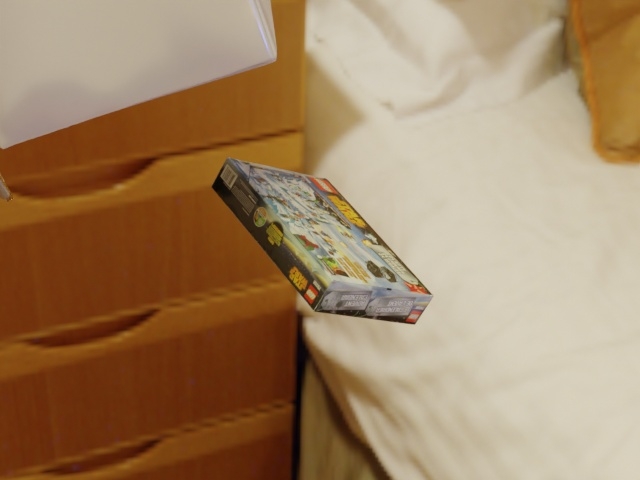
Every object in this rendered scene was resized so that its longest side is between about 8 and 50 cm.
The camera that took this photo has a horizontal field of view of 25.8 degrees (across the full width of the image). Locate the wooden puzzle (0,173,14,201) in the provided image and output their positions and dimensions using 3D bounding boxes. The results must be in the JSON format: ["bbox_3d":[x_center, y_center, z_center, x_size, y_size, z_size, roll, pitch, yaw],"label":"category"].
[{"bbox_3d":[-0.246,-0.067,0.974,0.014,0.116,0.078,-33,45,-8],"label":"wooden puzzle"}]

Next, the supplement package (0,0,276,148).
[{"bbox_3d":[-0.139,-0.200,0.906,0.175,0.177,0.293,-18,19,3],"label":"supplement package"}]

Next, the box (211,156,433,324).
[{"bbox_3d":[0.000,0.000,0.908,0.094,0.027,0.137,10,29,-43],"label":"box"}]
